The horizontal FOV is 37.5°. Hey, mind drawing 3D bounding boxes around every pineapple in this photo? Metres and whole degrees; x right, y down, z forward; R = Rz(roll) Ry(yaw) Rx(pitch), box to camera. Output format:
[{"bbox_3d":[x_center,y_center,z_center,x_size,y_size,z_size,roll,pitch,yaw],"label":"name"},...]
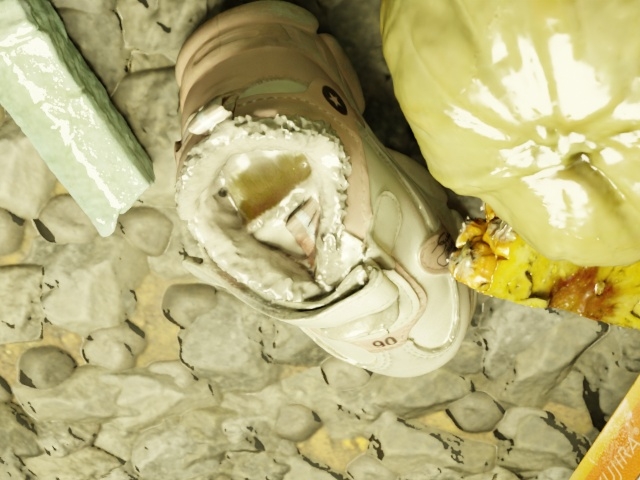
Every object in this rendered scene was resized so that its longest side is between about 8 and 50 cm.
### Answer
[{"bbox_3d":[0.217,-0.005,0.759,0.233,0.079,0.135,15,98,-35],"label":"pineapple"}]

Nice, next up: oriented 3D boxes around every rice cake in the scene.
[{"bbox_3d":[-0.204,-0.106,0.749,0.069,0.063,0.206,-28,117,11],"label":"rice cake"}]

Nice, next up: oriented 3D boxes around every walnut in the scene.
[{"bbox_3d":[0.186,-0.132,0.599,0.282,0.277,0.253,34,144,11],"label":"walnut"}]

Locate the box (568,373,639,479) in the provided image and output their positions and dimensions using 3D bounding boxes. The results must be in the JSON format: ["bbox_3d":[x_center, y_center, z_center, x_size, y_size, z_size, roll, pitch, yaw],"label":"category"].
[{"bbox_3d":[0.385,0.232,0.819,0.260,0.214,0.283,7,122,-26],"label":"box"}]

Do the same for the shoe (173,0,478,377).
[{"bbox_3d":[-0.002,0.002,0.729,0.172,0.198,0.351,-29,115,20],"label":"shoe"}]
